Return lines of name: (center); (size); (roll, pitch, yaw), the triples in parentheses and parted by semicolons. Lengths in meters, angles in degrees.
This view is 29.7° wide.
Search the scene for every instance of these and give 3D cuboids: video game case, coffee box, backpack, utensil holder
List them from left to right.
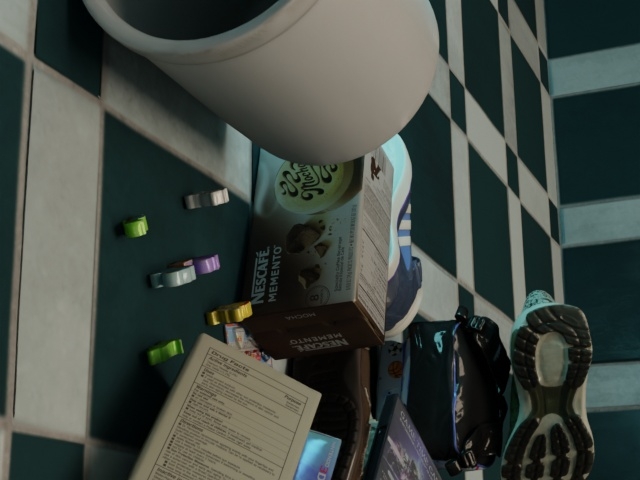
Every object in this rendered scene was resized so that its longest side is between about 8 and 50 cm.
video game case: (-0.058, 0.394, 1.393); (0.269, 0.061, 0.244); (-68, 177, -51)
utensil holder: (-0.056, -0.293, 1.435); (0.385, 0.327, 0.327); (39, 48, -64)
coffee box: (0.000, 0.000, 1.654); (0.119, 0.168, 0.297); (55, 33, -49)
video game case: (0.114, 0.372, 1.672); (0.196, 0.026, 0.274); (63, 24, -23)
backpack: (0.215, 0.279, 2.057); (0.263, 0.213, 0.276); (34, 59, -53)

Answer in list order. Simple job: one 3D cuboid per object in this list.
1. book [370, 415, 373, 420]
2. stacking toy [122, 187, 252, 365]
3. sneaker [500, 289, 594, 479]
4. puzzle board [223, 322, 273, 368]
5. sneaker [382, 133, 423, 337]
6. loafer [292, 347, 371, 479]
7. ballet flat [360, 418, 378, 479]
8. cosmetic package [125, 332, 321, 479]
book: (0.051, 0.269, 1.893); (0.096, 0.035, 0.144); (-68, 142, -58)
stacking toy: (-0.155, 0.037, 1.429); (0.221, 0.052, 0.167); (-29, 110, -66)
sneaker: (0.387, 0.267, 2.068); (0.182, 0.158, 0.410); (-81, 174, -68)
puzzle board: (-0.092, 0.156, 1.600); (0.128, 0.011, 0.096); (3, 80, -68)
sneaker: (0.101, 0.003, 1.998); (0.236, 0.130, 0.323); (71, 18, -51)
loafer: (0.022, 0.259, 1.681); (0.366, 0.134, 0.130); (-76, 149, -42)
ballet flat: (0.044, 0.422, 1.691); (0.147, 0.147, 0.409); (59, 33, -45)
cosmetic package: (-0.123, 0.261, 1.261); (0.113, 0.160, 0.309); (-59, -175, 38)
